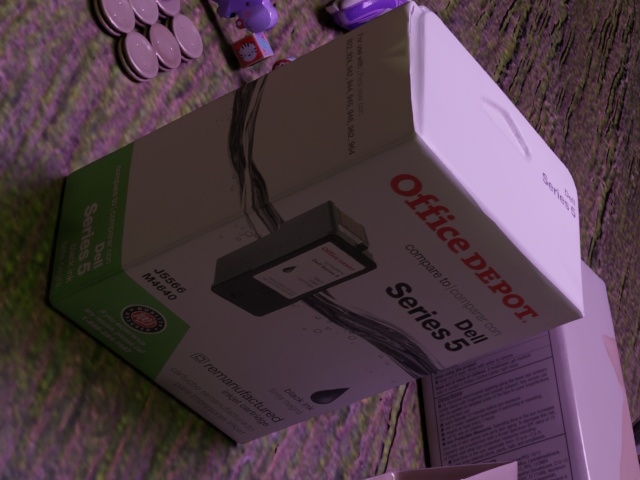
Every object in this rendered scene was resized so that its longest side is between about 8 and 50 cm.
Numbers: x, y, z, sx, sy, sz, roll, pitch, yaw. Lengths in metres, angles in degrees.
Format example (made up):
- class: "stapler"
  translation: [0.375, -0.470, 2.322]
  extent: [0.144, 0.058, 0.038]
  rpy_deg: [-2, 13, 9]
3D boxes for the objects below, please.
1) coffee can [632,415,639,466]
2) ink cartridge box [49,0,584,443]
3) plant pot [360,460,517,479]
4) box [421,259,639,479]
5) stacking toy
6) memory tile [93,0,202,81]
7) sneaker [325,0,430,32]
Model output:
- class: "coffee can"
  translation: [0.335, 0.280, 1.452]
  extent: [0.201, 0.201, 0.275]
  rpy_deg: [65, 27, -3]
- class: "ink cartridge box"
  translation: [0.000, 0.000, 0.994]
  extent: [0.198, 0.273, 0.115]
  rpy_deg: [43, 36, -38]
- class: "plant pot"
  translation: [0.083, 0.220, 1.167]
  extent: [0.109, 0.109, 0.096]
  rpy_deg: [-2, 84, -61]
- class: "box"
  translation: [0.176, 0.164, 1.324]
  extent: [0.121, 0.148, 0.311]
  rpy_deg: [36, 41, -45]
- class: "stacking toy"
  translation: [-0.040, -0.153, 1.267]
  extent: [0.221, 0.052, 0.167]
  rpy_deg: [64, 22, -5]
- class: "memory tile"
  translation: [-0.144, -0.191, 1.170]
  extent: [0.148, 0.012, 0.113]
  rpy_deg: [63, 28, -8]
- class: "sneaker"
  translation: [0.067, -0.195, 1.492]
  extent: [0.170, 0.068, 0.071]
  rpy_deg: [14, 63, -58]
